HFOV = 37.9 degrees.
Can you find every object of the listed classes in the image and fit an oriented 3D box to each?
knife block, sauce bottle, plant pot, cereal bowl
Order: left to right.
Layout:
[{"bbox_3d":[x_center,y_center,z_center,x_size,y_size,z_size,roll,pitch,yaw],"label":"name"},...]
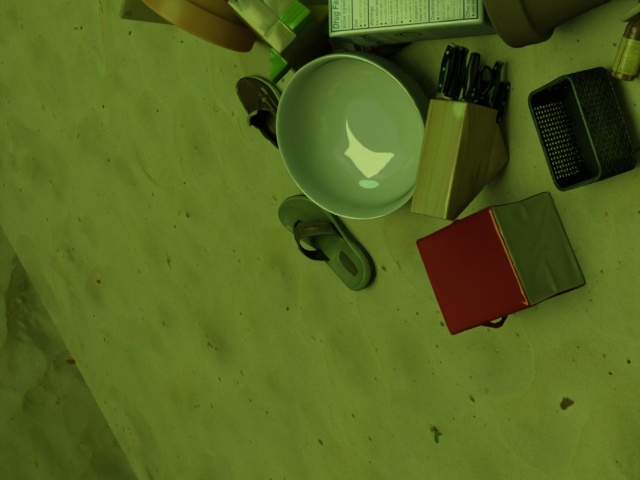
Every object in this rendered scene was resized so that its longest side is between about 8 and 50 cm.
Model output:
[{"bbox_3d":[-0.239,-0.584,2.093,0.291,0.290,0.204,44,113,31],"label":"plant pot"},{"bbox_3d":[0.086,-0.222,1.878,0.338,0.141,0.339,13,118,25],"label":"cereal bowl"},{"bbox_3d":[0.240,-0.206,1.676,0.088,0.276,0.242,14,141,46],"label":"knife block"},{"bbox_3d":[0.389,-0.454,1.453,0.229,0.263,0.263,-8,96,31],"label":"plant pot"},{"bbox_3d":[0.503,-0.320,1.488,0.042,0.042,0.128,36,127,36],"label":"sauce bottle"}]

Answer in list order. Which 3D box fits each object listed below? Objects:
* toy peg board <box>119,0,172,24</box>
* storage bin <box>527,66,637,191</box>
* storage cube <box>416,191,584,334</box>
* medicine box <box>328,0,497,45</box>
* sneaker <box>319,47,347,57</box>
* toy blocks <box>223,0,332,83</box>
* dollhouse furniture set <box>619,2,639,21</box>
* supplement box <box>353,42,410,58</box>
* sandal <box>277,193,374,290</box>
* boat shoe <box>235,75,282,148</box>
[{"bbox_3d":[-0.422,-0.642,2.359,0.079,0.160,0.161,62,140,38],"label":"toy peg board"},{"bbox_3d":[0.435,-0.184,1.551,0.122,0.084,0.180,-24,83,65],"label":"storage bin"},{"bbox_3d":[0.326,0.042,1.687,0.193,0.183,0.215,-29,79,47],"label":"storage cube"},{"bbox_3d":[0.166,-0.492,1.639,0.289,0.149,0.264,1,94,25],"label":"medicine box"},{"bbox_3d":[0.040,-0.319,1.984,0.072,0.077,0.178,-34,76,49],"label":"sneaker"},{"bbox_3d":[-0.114,-0.475,1.895,0.191,0.381,0.261,-45,84,5],"label":"toy blocks"},{"bbox_3d":[0.547,-0.217,1.301,0.135,0.259,0.262,-37,73,44],"label":"dollhouse furniture set"},{"bbox_3d":[0.153,-0.454,1.819,0.239,0.073,0.130,-23,83,48],"label":"supplement box"},{"bbox_3d":[0.001,0.000,2.114,0.303,0.086,0.120,44,130,32],"label":"sandal"},{"bbox_3d":[-0.131,-0.300,2.168,0.257,0.095,0.095,45,131,31],"label":"boat shoe"}]
